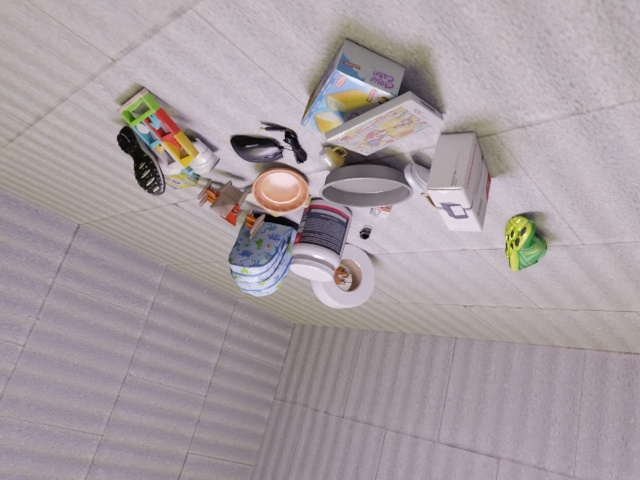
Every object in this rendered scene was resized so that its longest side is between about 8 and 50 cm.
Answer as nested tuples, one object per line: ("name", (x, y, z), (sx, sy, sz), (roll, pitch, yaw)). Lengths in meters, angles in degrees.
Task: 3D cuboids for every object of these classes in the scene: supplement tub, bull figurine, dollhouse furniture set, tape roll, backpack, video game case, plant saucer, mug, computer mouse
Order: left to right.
("dollhouse furniture set", (-0.362, -0.119, 1.961), (0.262, 0.135, 0.259), (33, 161, 2))
("backpack", (-0.250, 0.061, 2.139), (0.290, 0.356, 0.273), (12, 159, 14))
("computer mouse", (-0.182, -0.293, 1.570), (0.262, 0.060, 0.184), (11, 160, 14))
("plant saucer", (-0.140, -0.180, 1.771), (0.200, 0.037, 0.200), (0, 135, 0))
("supplement tub", (0.000, 0.000, 1.900), (0.191, 0.272, 0.191), (14, 160, 5))
("mug", (0.035, -0.257, 1.526), (0.064, 0.078, 0.062), (40, -177, -32))
("bull figurine", (0.086, 0.147, 2.484), (0.188, 0.101, 0.310), (12, 160, 6))
("tape roll", (0.099, 0.161, 2.242), (0.286, 0.286, 0.100), (23, 160, -19))
("video game case", (0.156, -0.272, 1.206), (0.227, 0.026, 0.206), (-19, 168, 31))

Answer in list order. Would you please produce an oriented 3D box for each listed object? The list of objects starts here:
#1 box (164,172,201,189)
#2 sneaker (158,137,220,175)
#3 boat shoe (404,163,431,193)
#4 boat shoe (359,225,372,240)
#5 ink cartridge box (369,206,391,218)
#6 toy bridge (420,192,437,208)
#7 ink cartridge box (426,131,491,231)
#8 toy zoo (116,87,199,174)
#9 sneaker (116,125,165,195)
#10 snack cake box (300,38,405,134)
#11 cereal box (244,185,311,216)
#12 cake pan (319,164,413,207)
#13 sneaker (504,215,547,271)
("box", (-0.565, -0.252, 2.007), (0.179, 0.043, 0.105), (-5, 152, 42))
("sneaker", (-0.487, -0.304, 1.754), (0.297, 0.111, 0.129), (0, 138, 32))
("boat shoe", (0.338, -0.177, 1.477), (0.075, 0.083, 0.226), (-20, 153, 41))
("boat shoe", (0.182, -0.022, 2.048), (0.046, 0.038, 0.125), (18, 160, -4))
("ink cartridge box", (0.218, -0.117, 1.779), (0.062, 0.029, 0.115), (17, 161, -2))
("toy bridge", (0.401, -0.118, 1.638), (0.188, 0.026, 0.063), (25, 161, -23))
("ink cartridge box", (0.377, -0.152, 1.349), (0.100, 0.172, 0.237), (4, 157, 31))
("toy zoo", (-0.506, -0.331, 1.612), (0.192, 0.030, 0.293), (-8, 128, 49))
("sneaker", (-0.590, -0.274, 1.722), (0.100, 0.271, 0.108), (-35, 165, 22))
("snack cake box", (0.068, -0.342, 1.204), (0.152, 0.089, 0.264), (22, 160, -13))
("cereal box", (-0.171, -0.165, 1.921), (0.173, 0.047, 0.240), (31, 155, -29))
("cake pan", (0.142, -0.167, 1.570), (0.293, 0.054, 0.293), (1, 168, 0))
("sneaker", (0.685, 0.002, 1.669), (0.123, 0.109, 0.295), (-15, 150, 9))
